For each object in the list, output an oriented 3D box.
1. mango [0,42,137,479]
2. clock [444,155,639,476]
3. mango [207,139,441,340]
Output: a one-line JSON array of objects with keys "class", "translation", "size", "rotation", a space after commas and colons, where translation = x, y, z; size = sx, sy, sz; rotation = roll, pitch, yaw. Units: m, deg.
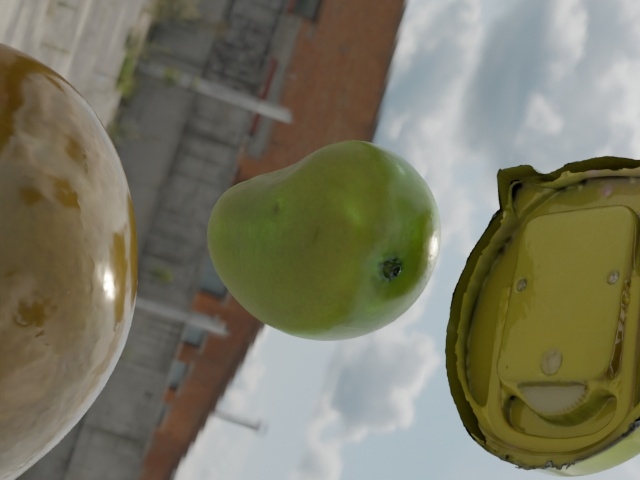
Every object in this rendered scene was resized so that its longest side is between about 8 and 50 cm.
[{"class": "mango", "translation": [-0.258, 0.054, 0.729], "size": [0.378, 0.263, 0.221], "rotation": [-51, -142, 23]}, {"class": "clock", "translation": [0.229, 0.062, 1.188], "size": [0.277, 0.071, 0.294], "rotation": [2, -110, 52]}, {"class": "mango", "translation": [0.003, 0.008, 1.344], "size": [0.273, 0.149, 0.186], "rotation": [-20, -105, 45]}]
